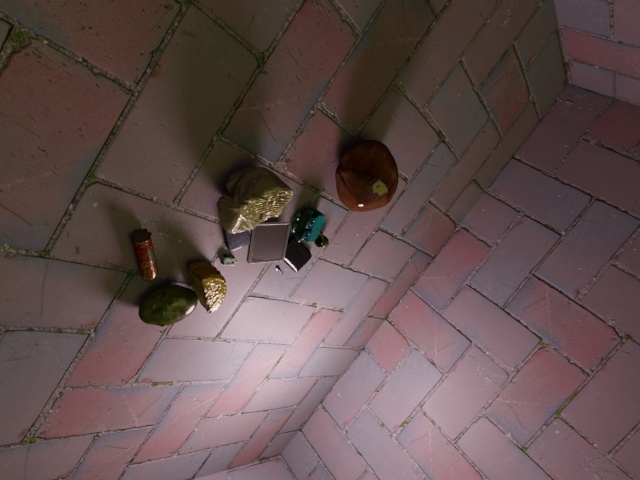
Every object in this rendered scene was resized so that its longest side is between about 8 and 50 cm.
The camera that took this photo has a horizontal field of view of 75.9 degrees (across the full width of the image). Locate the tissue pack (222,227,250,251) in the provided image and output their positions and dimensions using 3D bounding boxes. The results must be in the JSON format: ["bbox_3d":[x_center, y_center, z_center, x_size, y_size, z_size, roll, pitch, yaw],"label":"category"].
[{"bbox_3d":[-0.389,-0.031,1.901,0.113,0.051,0.156,-24,138,-24],"label":"tissue pack"}]

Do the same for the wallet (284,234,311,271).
[{"bbox_3d":[-0.140,0.073,2.250,0.149,0.044,0.250,-46,143,-7],"label":"wallet"}]

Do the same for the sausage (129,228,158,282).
[{"bbox_3d":[-0.707,0.077,1.669,0.083,0.083,0.263,-22,138,-30],"label":"sausage"}]

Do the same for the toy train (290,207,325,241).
[{"bbox_3d":[-0.063,-0.081,2.136,0.155,0.107,0.197,-7,128,-51],"label":"toy train"}]

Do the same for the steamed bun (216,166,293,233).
[{"bbox_3d":[-0.297,-0.183,1.737,0.289,0.203,0.276,-46,155,21],"label":"steamed bun"}]

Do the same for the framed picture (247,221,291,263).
[{"bbox_3d":[-0.258,0.010,2.061,0.197,0.014,0.252,-3,127,-25],"label":"framed picture"}]

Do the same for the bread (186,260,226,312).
[{"bbox_3d":[-0.515,0.199,1.904,0.147,0.160,0.260,-30,135,-31],"label":"bread"}]

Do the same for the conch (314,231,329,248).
[{"bbox_3d":[0.000,0.000,2.291,0.121,0.074,0.089,64,36,-30],"label":"conch"}]

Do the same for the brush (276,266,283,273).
[{"bbox_3d":[-0.226,0.167,2.278,0.024,0.008,0.083,-45,144,-6],"label":"brush"}]

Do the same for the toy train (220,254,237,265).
[{"bbox_3d":[-0.441,0.094,1.979,0.083,0.033,0.053,-1,121,-44],"label":"toy train"}]

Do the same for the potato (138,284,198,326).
[{"bbox_3d":[-0.678,0.286,1.832,0.254,0.149,0.186,-12,116,-26],"label":"potato"}]

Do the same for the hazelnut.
[{"bbox_3d":[0.239,-0.319,2.066,0.372,0.316,0.372,-60,169,-21],"label":"hazelnut"}]
